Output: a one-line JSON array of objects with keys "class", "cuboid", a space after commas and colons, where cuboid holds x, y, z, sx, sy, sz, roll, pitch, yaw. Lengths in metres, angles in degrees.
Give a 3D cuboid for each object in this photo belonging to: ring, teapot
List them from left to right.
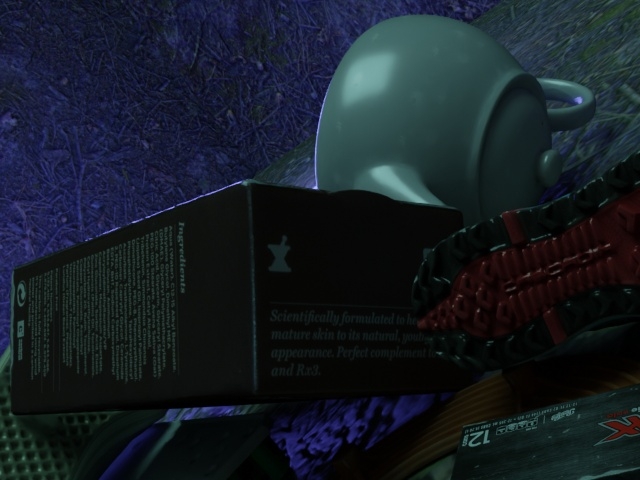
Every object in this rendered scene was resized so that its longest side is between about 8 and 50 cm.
[{"class": "ring", "cuboid": [0.040, 0.167, 0.502, 0.336, 0.032, 0.336, -38, 9, 7]}, {"class": "teapot", "cuboid": [0.130, -0.083, 0.875, 0.187, 0.252, 0.256, 12, 78, 31]}]

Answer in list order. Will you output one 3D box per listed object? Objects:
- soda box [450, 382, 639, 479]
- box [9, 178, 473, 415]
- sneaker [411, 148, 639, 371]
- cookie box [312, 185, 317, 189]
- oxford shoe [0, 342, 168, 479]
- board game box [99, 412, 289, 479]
[{"class": "soda box", "cuboid": [0.134, 0.086, 0.353, 0.168, 0.053, 0.060, -20, 17, 24]}, {"class": "box", "cuboid": [-0.083, 0.063, 0.756, 0.191, 0.143, 0.381, 6, -14, -37]}, {"class": "sneaker", "cuboid": [0.182, -0.004, 0.537, 0.261, 0.104, 0.125, -16, 1, 34]}, {"class": "cookie box", "cuboid": [0.001, -0.048, 1.241, 0.107, 0.040, 0.092, -33, 10, 29]}, {"class": "oxford shoe", "cuboid": [-0.256, 0.176, 0.929, 0.130, 0.169, 0.449, -55, 1, 32]}, {"class": "board game box", "cuboid": [-0.237, 0.307, 0.826, 0.390, 0.050, 0.390, -44, 11, -30]}]
